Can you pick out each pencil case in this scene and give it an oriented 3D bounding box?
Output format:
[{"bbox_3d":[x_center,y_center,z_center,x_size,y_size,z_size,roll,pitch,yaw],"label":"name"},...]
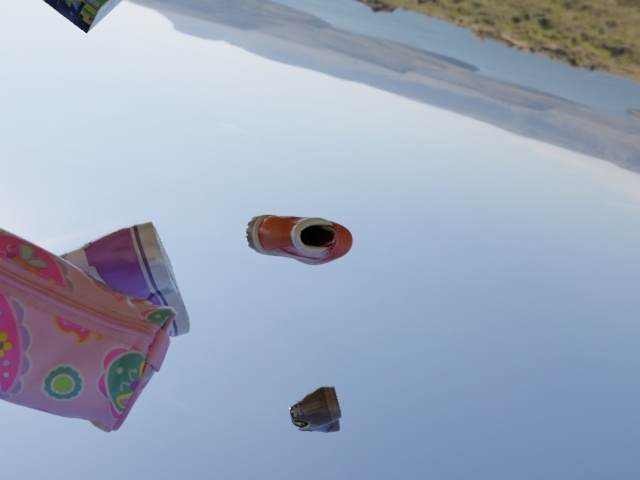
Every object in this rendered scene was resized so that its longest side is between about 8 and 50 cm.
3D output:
[{"bbox_3d":[-0.266,0.050,0.404,0.284,0.124,0.124,31,-164,-15],"label":"pencil case"}]

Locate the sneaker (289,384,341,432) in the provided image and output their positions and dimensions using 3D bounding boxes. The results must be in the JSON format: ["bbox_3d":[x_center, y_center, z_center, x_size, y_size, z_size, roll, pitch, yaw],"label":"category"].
[{"bbox_3d":[-0.010,0.257,0.758,0.071,0.188,0.066,-11,-118,-6],"label":"sneaker"}]

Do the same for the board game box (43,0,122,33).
[{"bbox_3d":[-0.317,-0.357,0.606,0.170,0.048,0.141,38,-132,-21],"label":"board game box"}]

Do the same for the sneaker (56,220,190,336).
[{"bbox_3d":[-0.267,0.074,0.653,0.161,0.282,0.102,-21,-116,-15],"label":"sneaker"}]

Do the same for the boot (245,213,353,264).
[{"bbox_3d":[0.000,0.000,0.584,0.084,0.059,0.158,-1,177,42],"label":"boot"}]
